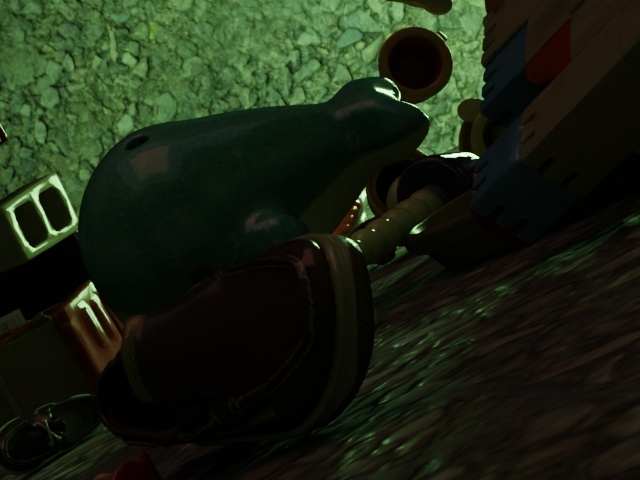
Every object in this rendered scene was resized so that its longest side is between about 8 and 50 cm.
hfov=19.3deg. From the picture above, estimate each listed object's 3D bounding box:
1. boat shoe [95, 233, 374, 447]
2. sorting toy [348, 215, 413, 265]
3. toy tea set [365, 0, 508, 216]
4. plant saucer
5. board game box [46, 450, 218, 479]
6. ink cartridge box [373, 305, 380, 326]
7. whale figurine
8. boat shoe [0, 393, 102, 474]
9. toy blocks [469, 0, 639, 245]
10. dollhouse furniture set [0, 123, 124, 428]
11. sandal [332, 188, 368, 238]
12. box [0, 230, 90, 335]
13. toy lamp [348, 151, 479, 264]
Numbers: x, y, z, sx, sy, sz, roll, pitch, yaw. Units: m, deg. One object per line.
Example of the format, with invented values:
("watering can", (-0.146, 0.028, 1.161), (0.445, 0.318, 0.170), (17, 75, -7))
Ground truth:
("boat shoe", (-0.055, 0.065, 0.979), (0.095, 0.095, 0.257), (-3, -18, -22))
("sorting toy", (0.073, -0.001, 1.709), (0.102, 0.042, 0.061), (-7, 34, 49))
("toy tea set", (0.141, -0.163, 1.801), (0.200, 0.336, 0.124), (8, -11, -3))
("plant saucer", (0.190, -0.051, 1.396), (0.278, 0.041, 0.278), (-29, 3, 2))
("board game box", (-0.138, 0.147, 1.042), (0.168, 0.033, 0.133), (-29, 3, -13))
("ink cartridge box", (-0.045, 0.068, 1.263), (0.150, 0.063, 0.109), (-28, 3, 13))
("whale figurine", (-0.057, -0.047, 1.385), (0.272, 0.141, 0.216), (-34, 26, 1))
("boat shoe", (-0.223, 0.159, 1.564), (0.038, 0.046, 0.125), (-32, -8, 33))
("toy blocks", (0.203, -0.155, 1.188), (0.261, 0.190, 0.381), (-47, 21, 38))
("dollhouse furniture set", (-0.325, 0.015, 1.815), (0.201, 0.374, 0.152), (-25, 8, 24))
("sandal", (0.010, -0.002, 1.843), (0.102, 0.076, 0.265), (-8, 24, 25))
("box", (-0.325, 0.092, 2.368), (0.343, 0.179, 0.312), (-26, 2, 25))
("toy lamp", (0.060, -0.008, 1.534), (0.080, 0.080, 0.274), (-26, 6, 38))
